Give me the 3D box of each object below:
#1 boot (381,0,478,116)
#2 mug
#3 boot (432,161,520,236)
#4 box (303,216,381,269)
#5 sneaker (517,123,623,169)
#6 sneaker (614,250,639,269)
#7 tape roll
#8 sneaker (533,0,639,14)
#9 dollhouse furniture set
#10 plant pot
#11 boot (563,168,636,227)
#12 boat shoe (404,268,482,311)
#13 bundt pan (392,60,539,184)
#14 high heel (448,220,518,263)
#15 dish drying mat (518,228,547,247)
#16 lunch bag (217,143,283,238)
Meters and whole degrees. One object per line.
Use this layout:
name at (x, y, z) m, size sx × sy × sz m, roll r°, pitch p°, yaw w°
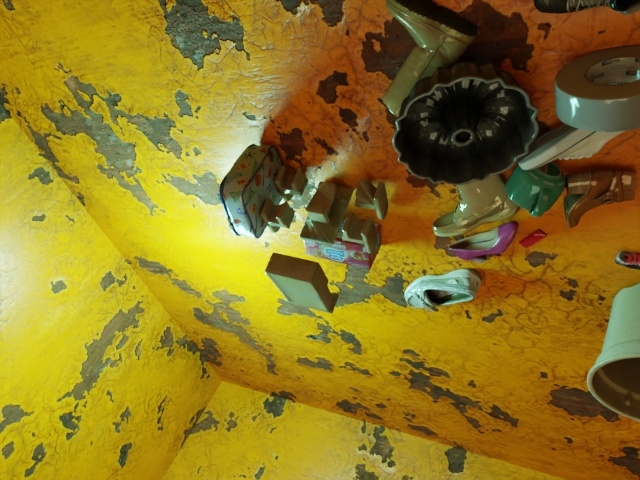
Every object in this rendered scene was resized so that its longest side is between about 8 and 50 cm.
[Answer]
boot at (0.213, -0.434, 1.120) m, size 0.236 × 0.089 × 0.269 m, roll 31°, pitch 144°, yaw 0°
mug at (0.559, -0.140, 1.170) m, size 0.130 × 0.157 × 0.097 m, roll -8°, pitch 140°, yaw -23°
boot at (0.407, -0.126, 1.325) m, size 0.262 × 0.095 × 0.203 m, roll -20°, pitch 122°, yaw 38°
box at (0.078, -0.003, 1.656) m, size 0.257 × 0.128 × 0.122 m, roll 13°, pitch 139°, yaw 21°
sneaker at (0.594, -0.226, 1.068) m, size 0.258 × 0.094 × 0.091 m, roll -31°, pitch 112°, yaw 34°
sneaker at (0.883, 0.064, 1.283) m, size 0.120 × 0.047 × 0.057 m, roll 19°, pitch 160°, yaw 16°
tape roll at (0.588, -0.304, 0.912) m, size 0.219 × 0.219 × 0.072 m, roll 2°, pitch 135°, yaw 31°
sneaker at (0.515, -0.461, 0.854) m, size 0.229 × 0.132 × 0.086 m, roll 1°, pitch 133°, yaw 32°
dollhouse furniture set at (0.000, 0.000, 1.515) m, size 0.363 × 0.393 × 0.256 m, roll 12°, pitch 155°, yaw 20°
plant pot at (0.939, 0.294, 1.281) m, size 0.334 × 0.305 × 0.333 m, roll 18°, pitch 140°, yaw 15°
boot at (0.713, -0.103, 1.181) m, size 0.153 × 0.072 × 0.197 m, roll -4°, pitch 143°, yaw 22°
boat shoe at (0.428, 0.192, 1.666) m, size 0.321 × 0.103 × 0.118 m, roll -22°, pitch 119°, yaw 45°
bundt pan at (0.341, -0.288, 1.114) m, size 0.331 × 0.124 × 0.330 m, roll 5°, pitch 144°, yaw 4°
high heel at (0.499, -0.006, 1.419) m, size 0.117 × 0.082 × 0.244 m, roll 21°, pitch 155°, yaw -4°
dish drying mat at (0.638, -0.004, 1.387) m, size 0.032 × 0.008 × 0.083 m, roll 33°, pitch 142°, yaw -5°
lunch bag at (-0.219, -0.158, 1.535) m, size 0.115 × 0.303 × 0.243 m, roll 9°, pitch 138°, yaw 20°
